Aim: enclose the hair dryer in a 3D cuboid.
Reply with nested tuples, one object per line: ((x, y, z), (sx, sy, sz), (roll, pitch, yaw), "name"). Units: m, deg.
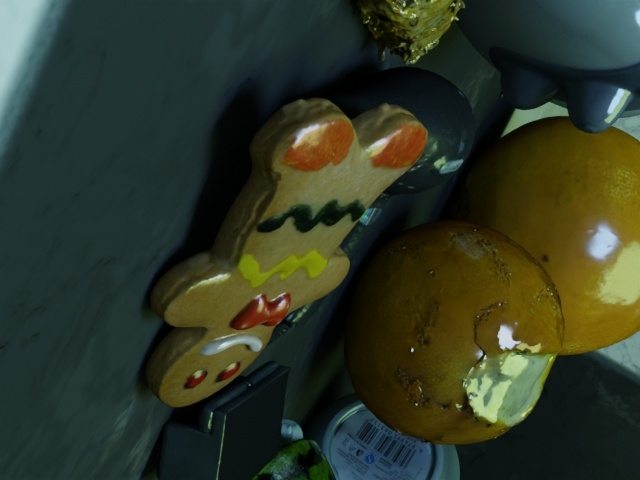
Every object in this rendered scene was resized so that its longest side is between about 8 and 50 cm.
((0.000, 0.000, 0.922), (0.235, 0.091, 0.272), (-14, 137, -61), "hair dryer")

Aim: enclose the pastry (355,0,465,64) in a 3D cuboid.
((0.062, -0.162, 0.845), (0.080, 0.056, 0.140), (-52, 174, -6), "pastry")

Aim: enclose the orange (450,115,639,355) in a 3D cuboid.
((0.310, -0.007, 1.646), (0.312, 0.312, 0.312), (-56, 167, -20), "orange")

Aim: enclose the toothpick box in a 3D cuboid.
((0.239, -0.229, 0.991), (0.316, 0.229, 0.229), (-58, 168, -8), "toothpick box")

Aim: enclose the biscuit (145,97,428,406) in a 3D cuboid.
((-0.029, 0.018, 0.799), (0.165, 0.036, 0.250), (-5, 137, -52), "biscuit")

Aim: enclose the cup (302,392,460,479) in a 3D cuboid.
((0.056, 0.324, 1.600), (0.205, 0.205, 0.312), (-53, 164, -30), "cup")

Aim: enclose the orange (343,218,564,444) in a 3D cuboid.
((0.137, 0.096, 1.345), (0.240, 0.240, 0.240), (-56, 167, -20), "orange")

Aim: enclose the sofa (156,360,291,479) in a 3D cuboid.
((-0.078, 0.144, 1.003), (0.147, 0.060, 0.085), (-27, 128, -69), "sofa")

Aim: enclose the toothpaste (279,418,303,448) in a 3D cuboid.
((-0.041, 0.232, 1.381), (0.060, 0.038, 0.233), (-52, 169, -21), "toothpaste")

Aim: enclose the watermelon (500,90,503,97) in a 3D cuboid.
((0.315, -0.271, 1.456), (0.232, 0.127, 0.204), (-48, 162, -36), "watermelon")

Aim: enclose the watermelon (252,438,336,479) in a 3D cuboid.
((-0.055, 0.249, 1.252), (0.119, 0.063, 0.245), (-38, 170, 32), "watermelon")
